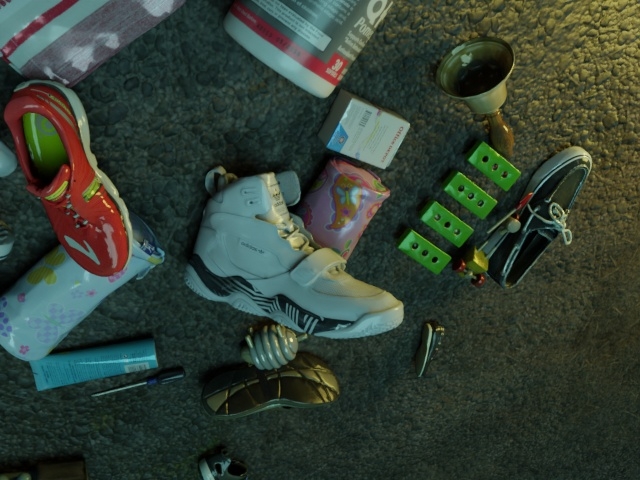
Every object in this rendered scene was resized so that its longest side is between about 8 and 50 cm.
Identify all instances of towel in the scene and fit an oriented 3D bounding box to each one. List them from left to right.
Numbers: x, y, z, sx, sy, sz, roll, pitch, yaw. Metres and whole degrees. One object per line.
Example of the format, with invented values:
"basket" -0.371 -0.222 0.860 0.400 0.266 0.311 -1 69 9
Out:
"towel" -0.339 -0.330 0.758 0.237 0.037 0.329 -34 140 8

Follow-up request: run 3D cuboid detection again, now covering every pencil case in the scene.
"pencil case" -0.371 0.063 1.009 0.273 0.113 0.124 -38 142 3
"pencil case" 0.000 0.000 1.130 0.124 0.124 0.284 18 112 -32

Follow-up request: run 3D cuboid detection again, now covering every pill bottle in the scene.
"pill bottle" 0.027 -0.363 0.866 0.176 0.176 0.318 26 108 -34

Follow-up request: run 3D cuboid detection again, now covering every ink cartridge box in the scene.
"ink cartridge box" 0.071 -0.180 1.082 0.123 0.052 0.088 17 113 -30

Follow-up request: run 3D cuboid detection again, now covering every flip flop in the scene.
"flip flop" -0.096 0.295 1.294 0.277 0.112 0.080 -8 149 -22

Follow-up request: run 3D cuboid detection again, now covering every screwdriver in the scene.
"screwdriver" -0.331 0.265 1.213 0.170 0.025 0.024 -15 125 -15

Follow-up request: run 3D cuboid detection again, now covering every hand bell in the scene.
"hand bell" 0.295 -0.217 1.140 0.126 0.126 0.242 -38 139 3

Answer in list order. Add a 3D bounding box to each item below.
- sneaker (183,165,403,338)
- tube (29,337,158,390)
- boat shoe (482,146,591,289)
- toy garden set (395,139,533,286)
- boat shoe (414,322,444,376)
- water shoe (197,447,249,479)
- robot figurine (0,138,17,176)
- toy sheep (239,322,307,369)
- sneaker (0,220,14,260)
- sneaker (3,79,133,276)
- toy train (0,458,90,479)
"sneaker" -0.041 0.011 1.006 0.137 0.366 0.210 -22 123 -63
"tube" -0.387 0.212 1.142 0.207 0.052 0.080 -9 119 -12
"boat shoe" 0.435 -0.039 1.298 0.113 0.105 0.306 30 106 -35
"toy garden set" 0.286 -0.041 1.259 0.204 0.049 0.244 33 103 -25
"boat shoe" 0.233 0.238 1.424 0.042 0.049 0.132 4 115 -16
"water shoe" -0.182 0.521 1.412 0.080 0.073 0.203 -32 128 -4
"robot figurine" -0.518 -0.171 0.738 0.353 0.200 0.299 51 52 -38
"toy sheep" -0.088 0.195 1.236 0.132 0.091 0.091 -18 128 11
"sneaker" -0.582 0.000 0.871 0.321 0.126 0.127 15 109 -19
"sneaker" -0.335 -0.065 0.859 0.107 0.118 0.278 -16 113 4
"toy train" -0.570 0.504 1.203 0.334 0.142 0.190 2 108 -23
